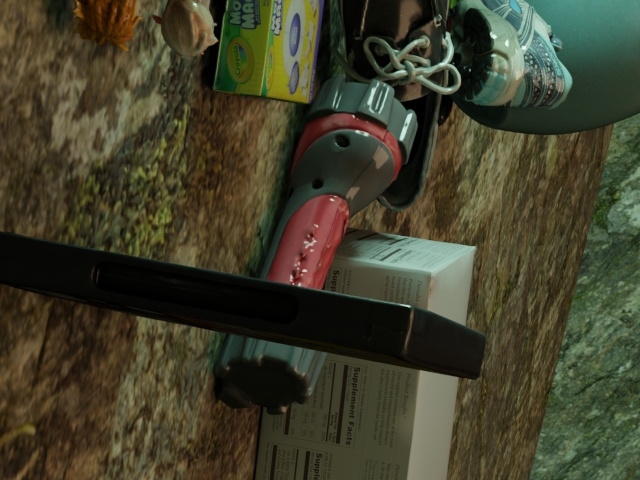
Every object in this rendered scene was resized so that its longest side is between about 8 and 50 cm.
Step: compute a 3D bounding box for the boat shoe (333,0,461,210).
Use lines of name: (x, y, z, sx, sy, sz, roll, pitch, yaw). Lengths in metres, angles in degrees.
boat shoe: (0.067, -0.164, 1.727, 0.105, 0.113, 0.306, -113, -156, -49)

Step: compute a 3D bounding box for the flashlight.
flashlight: (0.000, 0.000, 1.611, 0.103, 0.103, 0.304, 83, 20, -50)

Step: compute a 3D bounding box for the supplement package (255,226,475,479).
supplement package: (0.043, 0.132, 1.776, 0.204, 0.145, 0.262, -23, 121, -73)

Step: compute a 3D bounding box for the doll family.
doll family: (-0.104, -0.204, 1.124, 0.263, 0.118, 0.163, 111, -11, -65)

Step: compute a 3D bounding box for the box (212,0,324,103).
box: (-0.041, -0.162, 1.480, 0.179, 0.043, 0.105, -7, 105, -74)

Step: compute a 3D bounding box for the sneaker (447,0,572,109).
sneaker: (0.180, -0.212, 1.989, 0.283, 0.122, 0.110, -106, -143, -54)

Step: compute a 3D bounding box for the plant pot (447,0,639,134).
plant pot: (0.240, -0.232, 2.158, 0.195, 0.290, 0.290, -34, 143, -22)

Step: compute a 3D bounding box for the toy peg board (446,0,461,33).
toy peg board: (0.086, -0.194, 1.884, 0.161, 0.079, 0.160, -34, 130, -71)

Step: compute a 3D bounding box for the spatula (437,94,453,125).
spatula: (0.170, -0.203, 2.302, 0.296, 0.030, 0.084, -58, 155, -58)

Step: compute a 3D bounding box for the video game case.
video game case: (-0.039, 0.043, 1.185, 0.275, 0.248, 0.035, 27, 74, -75)
